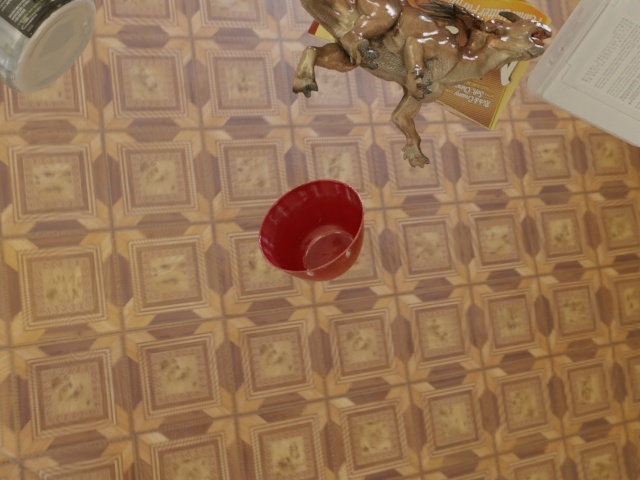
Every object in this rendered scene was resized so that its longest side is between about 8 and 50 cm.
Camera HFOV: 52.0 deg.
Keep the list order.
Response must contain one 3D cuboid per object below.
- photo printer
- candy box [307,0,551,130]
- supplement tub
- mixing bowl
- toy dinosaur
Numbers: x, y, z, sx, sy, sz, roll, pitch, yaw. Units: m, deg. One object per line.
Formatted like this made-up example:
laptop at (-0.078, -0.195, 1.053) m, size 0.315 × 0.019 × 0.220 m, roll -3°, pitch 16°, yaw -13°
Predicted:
photo printer at (0.564, -0.306, 1.151) m, size 0.307 × 0.256 × 0.107 m, roll 21°, pitch 33°, yaw -14°
candy box at (0.160, -0.303, 0.931) m, size 0.316 × 0.087 × 0.183 m, roll 19°, pitch 104°, yaw -32°
supplement tub at (-0.316, -0.237, 0.604) m, size 0.190 × 0.117 × 0.117 m, roll 39°, pitch 71°, yaw -3°
mixing bowl at (0.000, 0.000, 1.081) m, size 0.181 × 0.181 × 0.098 m, roll -55°, pitch 142°, yaw -18°
toy dinosaur at (0.086, -0.223, 0.720) m, size 0.295 × 0.127 × 0.200 m, roll 27°, pitch 60°, yaw -11°
